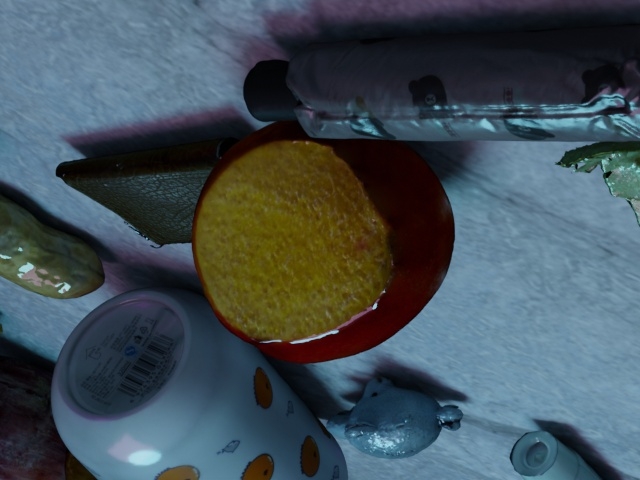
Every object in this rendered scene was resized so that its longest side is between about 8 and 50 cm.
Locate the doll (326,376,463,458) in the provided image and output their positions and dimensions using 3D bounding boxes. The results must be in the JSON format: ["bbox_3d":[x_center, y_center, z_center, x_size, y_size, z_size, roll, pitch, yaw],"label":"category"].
[{"bbox_3d":[0.061,0.170,1.754,0.120,0.075,0.180,-9,-174,-16],"label":"doll"}]

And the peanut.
[{"bbox_3d":[-0.290,0.006,1.722,0.174,0.080,0.080,27,157,-14],"label":"peanut"}]

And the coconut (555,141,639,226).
[{"bbox_3d":[0.238,-0.026,1.160,0.133,0.055,0.158,5,151,36],"label":"coconut"}]

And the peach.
[{"bbox_3d":[0.000,0.000,1.284,0.190,0.190,0.192,27,175,-5],"label":"peach"}]

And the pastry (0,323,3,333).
[{"bbox_3d":[-0.476,0.076,2.008,0.154,0.102,0.250,15,160,48],"label":"pastry"}]

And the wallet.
[{"bbox_3d":[-0.108,-0.042,1.490,0.133,0.039,0.243,33,156,-34],"label":"wallet"}]

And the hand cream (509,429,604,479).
[{"bbox_3d":[0.290,0.279,1.773,0.085,0.058,0.331,-13,144,31],"label":"hand cream"}]

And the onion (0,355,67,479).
[{"bbox_3d":[-0.425,0.219,2.113,0.283,0.227,0.120,9,131,-9],"label":"onion"}]

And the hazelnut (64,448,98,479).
[{"bbox_3d":[-0.195,0.261,2.068,0.204,0.178,0.178,-32,126,27],"label":"hazelnut"}]

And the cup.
[{"bbox_3d":[-0.126,0.195,1.790,0.212,0.212,0.317,9,152,31],"label":"cup"}]

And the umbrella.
[{"bbox_3d":[0.083,-0.099,1.137,0.337,0.073,0.067,3,117,41],"label":"umbrella"}]
